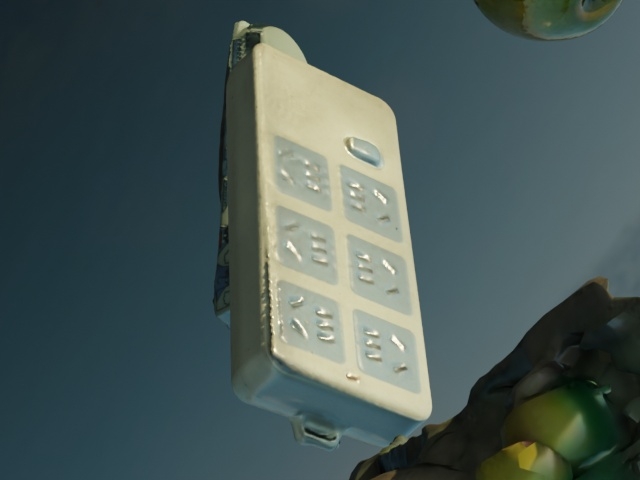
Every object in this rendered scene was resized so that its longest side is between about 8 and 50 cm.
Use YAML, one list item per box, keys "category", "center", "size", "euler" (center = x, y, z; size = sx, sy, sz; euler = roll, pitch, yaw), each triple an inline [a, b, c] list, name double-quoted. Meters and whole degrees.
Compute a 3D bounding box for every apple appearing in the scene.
- category: "apple"
  center: [0.114, -0.138, 0.923]
  size: [0.089, 0.074, 0.089]
  euler: [-27, 142, -24]

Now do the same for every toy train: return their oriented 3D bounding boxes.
- category: "toy train"
  center: [-0.024, -0.035, 0.923]
  size: [0.047, 0.043, 0.207]
  euler: [-27, -139, 25]

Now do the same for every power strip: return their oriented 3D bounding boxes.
- category: "power strip"
  center: [0.000, 0.000, 0.791]
  size: [0.035, 0.081, 0.192]
  euler: [-44, -144, 38]

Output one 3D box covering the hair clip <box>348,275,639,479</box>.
- category: "hair clip"
  center: [0.036, 0.104, 0.450]
  size: [0.091, 0.138, 0.321]
  euler: [-19, 169, -12]
